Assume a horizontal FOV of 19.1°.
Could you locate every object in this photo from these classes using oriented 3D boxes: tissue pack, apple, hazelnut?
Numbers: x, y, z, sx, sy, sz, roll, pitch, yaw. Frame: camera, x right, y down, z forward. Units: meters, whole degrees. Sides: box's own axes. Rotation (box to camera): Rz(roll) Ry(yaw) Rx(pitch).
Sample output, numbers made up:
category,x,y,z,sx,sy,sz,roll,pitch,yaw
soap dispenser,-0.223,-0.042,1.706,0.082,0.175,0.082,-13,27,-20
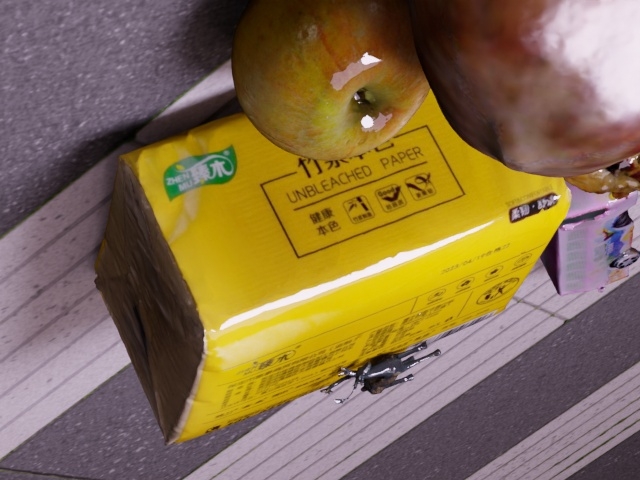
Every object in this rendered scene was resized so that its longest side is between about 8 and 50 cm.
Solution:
category,x,y,z,sx,sy,sz,roll,pitch,yaw
tissue pack,0.000,0.000,1.802,0.381,0.228,0.293,-22,161,-21
apple,0.008,-0.158,1.594,0.182,0.155,0.182,-16,142,-13
hazelnut,0.205,-0.231,1.449,0.365,0.366,0.366,-25,157,-11

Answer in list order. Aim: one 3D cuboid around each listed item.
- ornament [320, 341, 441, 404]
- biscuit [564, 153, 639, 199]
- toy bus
category,x,y,z,sx,sy,sz,roll,pitch,yaw
ornament,0.051,0.131,1.822,0.125,0.028,0.073,-18,162,-34
biscuit,0.395,-0.142,2.023,0.334,0.081,0.289,-20,138,12
toy bus,0.328,-0.019,2.331,0.112,0.090,0.274,-22,156,-2
